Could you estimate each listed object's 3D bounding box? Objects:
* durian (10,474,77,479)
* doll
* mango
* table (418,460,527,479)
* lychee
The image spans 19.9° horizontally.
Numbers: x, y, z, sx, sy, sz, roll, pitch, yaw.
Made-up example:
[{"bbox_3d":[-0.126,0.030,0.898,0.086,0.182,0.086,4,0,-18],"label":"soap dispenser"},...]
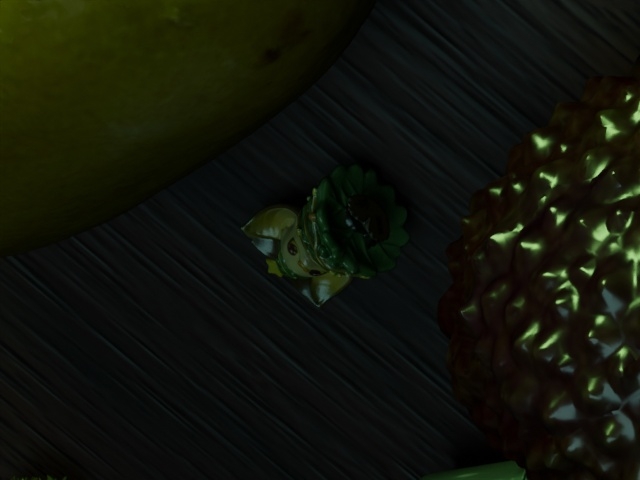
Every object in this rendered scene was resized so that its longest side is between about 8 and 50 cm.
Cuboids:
[{"bbox_3d":[-0.241,0.257,1.395,0.119,0.108,0.187,29,85,-33],"label":"durian"},{"bbox_3d":[0.007,-0.008,1.185,0.078,0.077,0.113,45,156,-14],"label":"doll"},{"bbox_3d":[-0.136,-0.131,1.041,0.445,0.300,0.232,-41,76,47],"label":"mango"},{"bbox_3d":[0.178,0.195,1.169,0.220,0.126,0.126,-13,110,28],"label":"table"},{"bbox_3d":[0.220,0.039,0.975,0.306,0.306,0.330,35,98,2],"label":"lychee"}]
